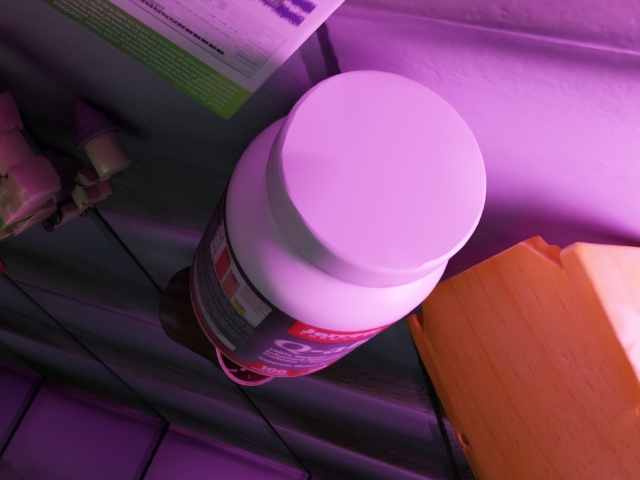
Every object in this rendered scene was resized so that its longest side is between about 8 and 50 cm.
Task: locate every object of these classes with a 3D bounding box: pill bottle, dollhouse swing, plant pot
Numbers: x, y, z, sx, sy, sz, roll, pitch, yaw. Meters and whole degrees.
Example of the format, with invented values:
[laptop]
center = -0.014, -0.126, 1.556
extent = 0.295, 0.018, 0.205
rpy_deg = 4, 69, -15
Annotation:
[pill bottle]
center = 0.000, 0.000, 0.830
extent = 0.210, 0.210, 0.363
rpy_deg = 27, 157, -6
[dollhouse swing]
center = 0.343, 0.127, 0.959
extent = 0.315, 0.304, 0.347
rpy_deg = 66, 155, 8
[plant pot]
center = -0.139, 0.111, 1.270
extent = 0.165, 0.167, 0.167
rpy_deg = 11, 154, 44

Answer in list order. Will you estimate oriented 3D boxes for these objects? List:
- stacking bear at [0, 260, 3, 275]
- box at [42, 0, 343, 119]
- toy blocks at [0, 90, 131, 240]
[stacking bear]
center = -0.824, 0.029, 1.750
extent = 0.289, 0.175, 0.164
rpy_deg = 29, 159, 8
[box]
center = -0.103, -0.226, 0.654
extent = 0.232, 0.059, 0.322
rpy_deg = 32, 154, -16
[toy blocks]
center = -0.420, -0.127, 1.022
extent = 0.288, 0.309, 0.260
rpy_deg = -30, 90, 48
